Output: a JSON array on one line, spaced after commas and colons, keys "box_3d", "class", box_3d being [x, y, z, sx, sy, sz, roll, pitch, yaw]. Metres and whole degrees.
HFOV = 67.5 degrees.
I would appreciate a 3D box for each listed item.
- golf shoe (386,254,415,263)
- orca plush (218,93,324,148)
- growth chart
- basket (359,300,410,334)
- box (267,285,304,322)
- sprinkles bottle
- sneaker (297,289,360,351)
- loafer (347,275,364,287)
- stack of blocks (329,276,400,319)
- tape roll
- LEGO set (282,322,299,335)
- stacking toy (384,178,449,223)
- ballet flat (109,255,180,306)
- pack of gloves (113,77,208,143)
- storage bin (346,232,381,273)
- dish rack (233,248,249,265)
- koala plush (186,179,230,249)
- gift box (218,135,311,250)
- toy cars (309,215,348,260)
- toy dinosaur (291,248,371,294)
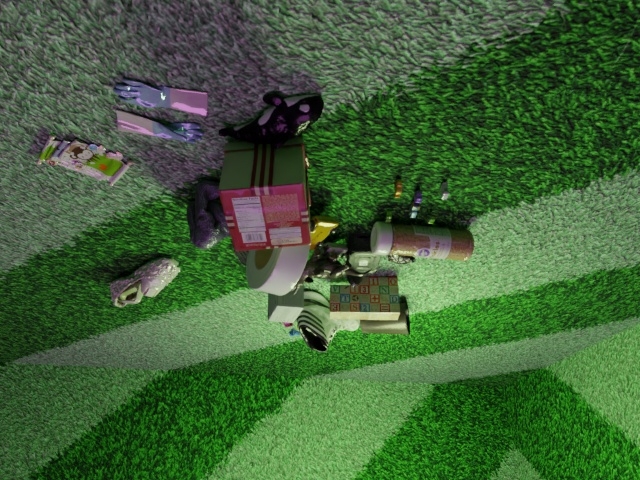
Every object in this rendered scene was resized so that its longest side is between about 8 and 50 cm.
[{"box_3d": [0.281, 0.051, 1.845, 0.094, 0.077, 0.198, -24, 141, 34], "class": "golf shoe"}, {"box_3d": [-0.127, -0.290, 1.242, 0.288, 0.102, 0.151, -6, 149, 9], "class": "orca plush"}, {"box_3d": [-0.691, -0.236, 1.407, 0.238, 0.021, 0.172, 19, 143, -30], "class": "growth chart"}, {"box_3d": [0.314, 0.384, 2.340, 0.227, 0.154, 0.204, -5, 148, 14], "class": "basket"}, {"box_3d": [-0.151, 0.237, 2.050, 0.119, 0.181, 0.181, 7, 149, -16], "class": "box"}, {"box_3d": [0.364, 0.003, 1.723, 0.356, 0.121, 0.121, 5, 149, -9], "class": "sprinkles bottle"}, {"box_3d": [0.033, 0.427, 2.297, 0.169, 0.257, 0.448, -24, 142, 34], "class": "sneaker"}, {"box_3d": [0.152, 0.135, 1.933, 0.061, 0.170, 0.062, -31, 102, 24], "class": "loafer"}, {"box_3d": [0.189, 0.251, 2.088, 0.298, 0.171, 0.087, 0, 149, 0], "class": "stack of blocks"}, {"box_3d": [-0.148, 0.039, 1.621, 0.100, 0.285, 0.286, 18, 145, -28], "class": "tape roll"}, {"box_3d": [-0.110, 0.440, 2.484, 0.228, 0.086, 0.093, -18, 145, 25], "class": "LEGO set"}, {"box_3d": [0.313, -0.123, 1.585, 0.167, 0.052, 0.221, 3, 151, -2], "class": "stacking toy"}, {"box_3d": [-0.740, 0.192, 2.017, 0.409, 0.146, 0.147, -23, 142, 32], "class": "ballet flat"}, {"box_3d": [-0.416, -0.320, 1.245, 0.232, 0.046, 0.195, 7, 149, -12], "class": "pack of gloves"}, {"box_3d": [0.164, 0.052, 1.838, 0.122, 0.084, 0.180, 0, 148, -1], "class": "storage bin"}, {"box_3d": [-0.197, 0.069, 1.872, 0.272, 0.074, 0.208, -6, 148, 9], "class": "dish rack"}, {"box_3d": [-0.303, -0.063, 1.561, 0.222, 0.203, 0.196, 3, 152, -29], "class": "koala plush"}, {"box_3d": [-0.154, -0.127, 1.359, 0.256, 0.258, 0.276, -1, 134, -2], "class": "gift box"}, {"box_3d": [0.000, 0.000, 1.753, 0.177, 0.087, 0.393, -14, 152, 6], "class": "toy cars"}, {"box_3d": [0.024, 0.102, 1.770, 0.314, 0.120, 0.160, -10, 164, -14], "class": "toy dinosaur"}]
